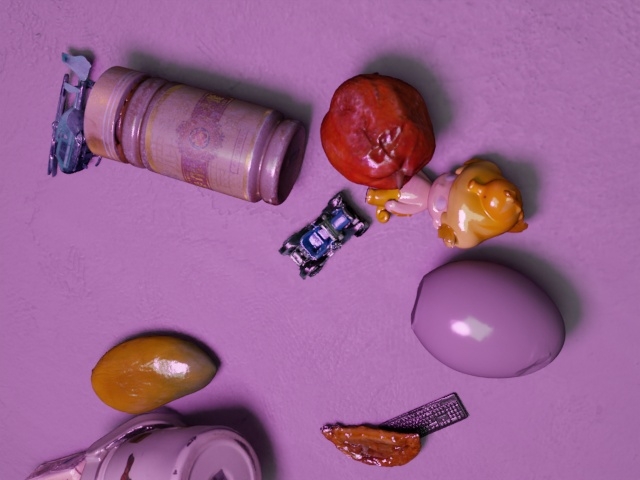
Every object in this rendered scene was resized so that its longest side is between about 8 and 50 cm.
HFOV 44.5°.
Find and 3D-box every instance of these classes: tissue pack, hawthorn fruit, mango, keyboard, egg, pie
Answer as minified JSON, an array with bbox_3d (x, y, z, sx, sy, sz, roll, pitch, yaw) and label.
[{"bbox_3d":[-0.483,0.530,1.555,0.148,0.092,0.196,-20,99,21],"label":"tissue pack"},{"bbox_3d":[0.090,-0.158,1.161,0.179,0.173,0.174,26,114,41],"label":"hawthorn fruit"},{"bbox_3d":[-0.310,0.237,1.428,0.237,0.091,0.137,-25,103,15],"label":"mango"},{"bbox_3d":[0.177,0.313,1.356,0.155,0.010,0.053,-29,95,21],"label":"keyboard"},{"bbox_3d":[0.256,0.123,1.192,0.231,0.176,0.176,21,110,3],"label":"egg"},{"bbox_3d":[0.095,0.361,1.377,0.191,0.033,0.088,-2,117,29],"label":"pie"}]

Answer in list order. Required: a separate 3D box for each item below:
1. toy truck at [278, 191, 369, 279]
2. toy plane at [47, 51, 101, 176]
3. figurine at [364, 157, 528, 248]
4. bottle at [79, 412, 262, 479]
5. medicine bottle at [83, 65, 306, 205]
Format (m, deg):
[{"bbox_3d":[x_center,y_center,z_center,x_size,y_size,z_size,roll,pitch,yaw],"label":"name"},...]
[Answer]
[{"bbox_3d":[0.001,-0.001,1.280,0.154,0.078,0.080,-42,90,22],"label":"toy truck"},{"bbox_3d":[-0.424,-0.203,1.354,0.096,0.060,0.235,28,115,20],"label":"toy plane"},{"bbox_3d":[0.194,-0.058,1.195,0.246,0.131,0.156,16,69,26],"label":"figurine"},{"bbox_3d":[-0.287,0.432,1.403,0.351,0.229,0.229,-12,103,40],"label":"bottle"},{"bbox_3d":[-0.196,-0.165,1.247,0.322,0.151,0.151,17,109,10],"label":"medicine bottle"}]
